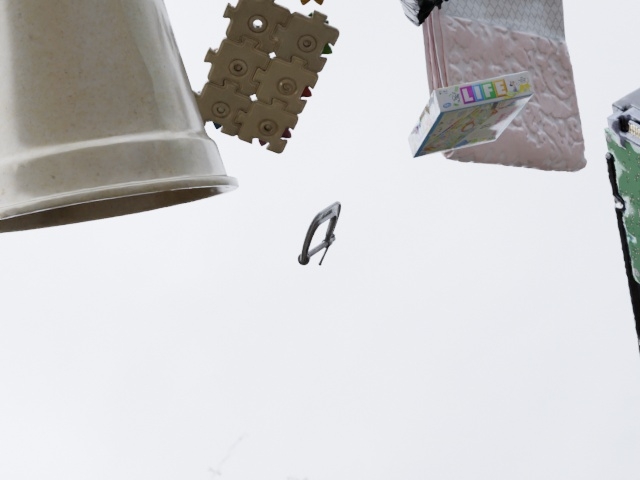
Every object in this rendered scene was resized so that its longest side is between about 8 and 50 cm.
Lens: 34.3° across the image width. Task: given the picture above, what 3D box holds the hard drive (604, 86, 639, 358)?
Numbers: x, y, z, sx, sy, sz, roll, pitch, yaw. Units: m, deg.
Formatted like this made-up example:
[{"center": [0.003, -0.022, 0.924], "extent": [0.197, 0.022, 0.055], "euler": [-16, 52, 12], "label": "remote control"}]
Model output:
[{"center": [0.342, 0.058, 0.834], "extent": [0.064, 0.237, 0.339], "euler": [-32, -52, -10], "label": "hard drive"}]

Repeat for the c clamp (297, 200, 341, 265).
[{"center": [0.000, 0.000, 1.760], "extent": [0.160, 0.022, 0.137], "euler": [-25, -40, -66], "label": "c clamp"}]

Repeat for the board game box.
[{"center": [0.160, -0.135, 1.135], "extent": [0.103, 0.154, 0.026], "euler": [-12, -102, -9], "label": "board game box"}]

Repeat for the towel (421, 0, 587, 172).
[{"center": [0.287, -0.267, 1.602], "extent": [0.332, 0.053, 0.317], "euler": [1, -101, -41], "label": "towel"}]

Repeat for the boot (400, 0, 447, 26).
[{"center": [0.155, -0.357, 1.437], "extent": [0.099, 0.045, 0.121], "euler": [-47, -17, -2], "label": "boot"}]

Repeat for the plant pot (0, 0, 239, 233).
[{"center": [-0.289, -0.183, 1.240], "extent": [0.334, 0.334, 0.305], "euler": [-10, -90, -35], "label": "plant pot"}]

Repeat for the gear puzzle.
[{"center": [-0.072, -0.294, 1.557], "extent": [0.175, 0.044, 0.339], "euler": [19, -55, -14], "label": "gear puzzle"}]
